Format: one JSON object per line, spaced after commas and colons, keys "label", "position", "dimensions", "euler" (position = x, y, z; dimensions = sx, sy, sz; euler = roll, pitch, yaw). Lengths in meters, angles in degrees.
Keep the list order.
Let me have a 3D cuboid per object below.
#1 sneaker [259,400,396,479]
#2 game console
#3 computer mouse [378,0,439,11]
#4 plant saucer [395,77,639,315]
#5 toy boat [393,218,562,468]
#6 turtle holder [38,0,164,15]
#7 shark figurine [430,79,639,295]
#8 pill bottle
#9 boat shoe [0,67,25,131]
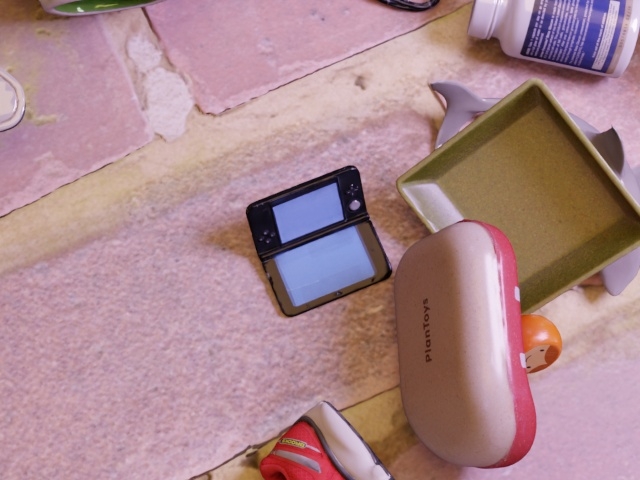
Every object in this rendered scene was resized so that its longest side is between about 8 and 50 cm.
{"label": "sneaker", "position": [0.036, 0.266, 1.029], "dimensions": [0.118, 0.107, 0.279], "euler": [-40, 42, -3]}
{"label": "game console", "position": [0.000, 0.000, 1.164], "dimensions": [0.122, 0.107, 0.071], "euler": [-22, 45, -9]}
{"label": "computer mouse", "position": [0.171, -0.297, 1.282], "dimensions": [0.242, 0.041, 0.071], "euler": [-10, 73, -4]}
{"label": "plant saucer", "position": [0.200, -0.039, 1.137], "dimensions": [0.188, 0.188, 0.045], "euler": [52, 32, -2]}
{"label": "toy boat", "position": [0.164, 0.100, 1.108], "dimensions": [0.151, 0.151, 0.231], "euler": [5, 73, -27]}
{"label": "turtle holder", "position": [-0.266, -0.349, 1.184], "dimensions": [0.320, 0.243, 0.227], "euler": [-10, 95, -17]}
{"label": "shark figurine", "position": [0.253, -0.099, 1.183], "dimensions": [0.278, 0.116, 0.166], "euler": [43, 74, 10]}
{"label": "pill bottle", "position": [0.246, -0.234, 1.235], "dimensions": [0.169, 0.094, 0.094], "euler": [12, 72, 2]}
{"label": "boat shoe", "position": [-0.422, -0.145, 1.193], "dimensions": [0.255, 0.079, 0.095], "euler": [3, 74, 2]}
